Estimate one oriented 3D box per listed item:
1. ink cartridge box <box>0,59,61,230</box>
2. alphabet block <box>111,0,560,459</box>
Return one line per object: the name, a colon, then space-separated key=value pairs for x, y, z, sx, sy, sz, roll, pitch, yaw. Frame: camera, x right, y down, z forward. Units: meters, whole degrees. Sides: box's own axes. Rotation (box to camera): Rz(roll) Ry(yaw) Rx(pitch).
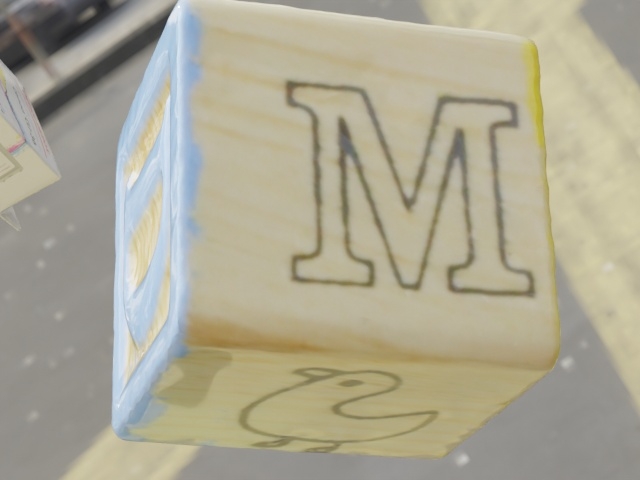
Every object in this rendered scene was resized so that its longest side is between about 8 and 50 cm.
ink cartridge box: x=-0.278 y=-0.103 z=1.521 sx=0.067 sy=0.198 sz=0.115 roll=-29 pitch=58 yaw=4
alphabet block: x=0.000 y=0.000 z=1.013 sx=0.192 sy=0.197 sz=0.193 roll=127 pitch=145 yaw=-64
